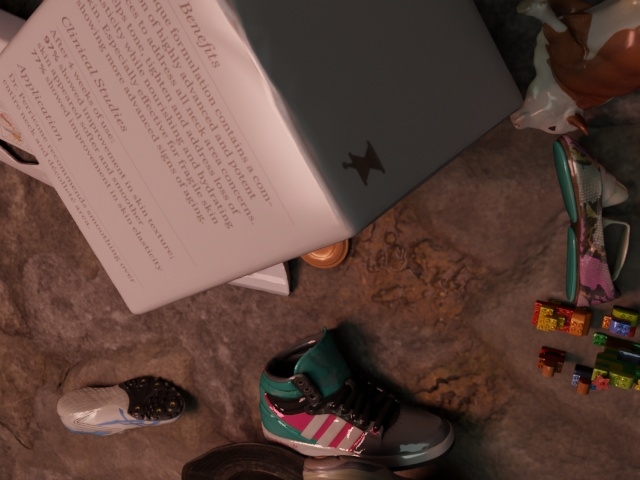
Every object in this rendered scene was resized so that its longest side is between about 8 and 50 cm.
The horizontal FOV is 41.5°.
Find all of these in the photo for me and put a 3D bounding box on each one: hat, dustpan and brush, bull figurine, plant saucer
[{"bbox_3d":[-0.079,0.457,1.272,0.331,0.134,0.331,9,130,11],"label":"hat"},{"bbox_3d":[-0.116,-0.017,1.187,0.147,0.060,0.211,10,114,20],"label":"dustpan and brush"},{"bbox_3d":[0.293,-0.207,0.835,0.188,0.101,0.310,34,149,-28],"label":"bull figurine"},{"bbox_3d":[0.000,0.000,1.171,0.083,0.013,0.084,8,114,20],"label":"plant saucer"}]

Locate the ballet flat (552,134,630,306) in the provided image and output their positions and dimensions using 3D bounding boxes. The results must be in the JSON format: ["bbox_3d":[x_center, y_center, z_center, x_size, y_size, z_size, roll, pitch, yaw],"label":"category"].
[{"bbox_3d":[0.322,-0.025,0.994,0.079,0.077,0.222,-9,112,7],"label":"ballet flat"}]

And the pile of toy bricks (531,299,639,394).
[{"bbox_3d":[0.355,0.148,1.020,0.212,0.105,0.118,12,114,19],"label":"pile of toy bricks"}]

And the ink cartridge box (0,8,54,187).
[{"bbox_3d":[-0.448,-0.213,1.256,0.296,0.066,0.261,26,142,13],"label":"ink cartridge box"}]

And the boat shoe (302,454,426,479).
[{"bbox_3d":[0.094,0.379,1.137,0.324,0.116,0.123,27,147,-35],"label":"boat shoe"}]

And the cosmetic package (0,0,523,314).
[{"bbox_3d":[-0.075,-0.164,0.902,0.393,0.327,0.329,-20,102,47],"label":"cosmetic package"}]

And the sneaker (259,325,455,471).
[{"bbox_3d":[0.036,0.211,1.182,0.295,0.124,0.179,1,120,25],"label":"sneaker"}]

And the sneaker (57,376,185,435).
[{"bbox_3d":[-0.322,0.281,1.393,0.237,0.085,0.086,-6,133,22],"label":"sneaker"}]
